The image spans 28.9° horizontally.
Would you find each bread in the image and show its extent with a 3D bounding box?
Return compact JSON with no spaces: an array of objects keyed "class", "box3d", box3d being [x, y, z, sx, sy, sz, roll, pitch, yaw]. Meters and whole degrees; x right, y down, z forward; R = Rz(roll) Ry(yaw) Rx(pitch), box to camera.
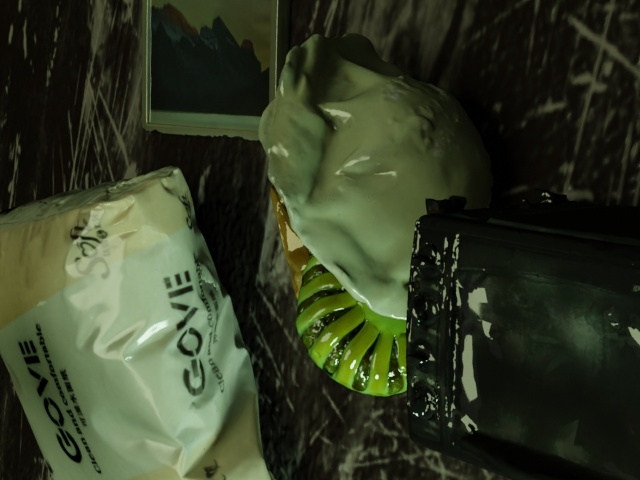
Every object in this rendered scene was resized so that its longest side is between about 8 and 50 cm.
[{"class":"bread","box3d":[0.043,0.061,1.047,0.071,0.130,0.139,133,142,-54]},{"class":"bread","box3d":[0.000,0.000,1.137,0.053,0.074,0.132,-28,72,37]}]

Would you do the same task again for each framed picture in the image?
[{"class":"framed picture","box3d":[-0.117,-0.204,1.314,0.265,0.018,0.192,9,100,51]}]

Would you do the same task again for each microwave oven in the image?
[{"class":"microwave oven","box3d":[0.190,0.066,0.807,0.247,0.188,0.178,11,101,51]}]

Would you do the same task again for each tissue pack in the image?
[{"class":"tissue pack","box3d":[-0.214,0.121,1.334,0.390,0.195,0.375,-14,94,51]}]

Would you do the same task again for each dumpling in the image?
[{"class":"dumpling","box3d":[0.039,-0.054,0.983,0.147,0.193,0.258,-32,70,43]}]
